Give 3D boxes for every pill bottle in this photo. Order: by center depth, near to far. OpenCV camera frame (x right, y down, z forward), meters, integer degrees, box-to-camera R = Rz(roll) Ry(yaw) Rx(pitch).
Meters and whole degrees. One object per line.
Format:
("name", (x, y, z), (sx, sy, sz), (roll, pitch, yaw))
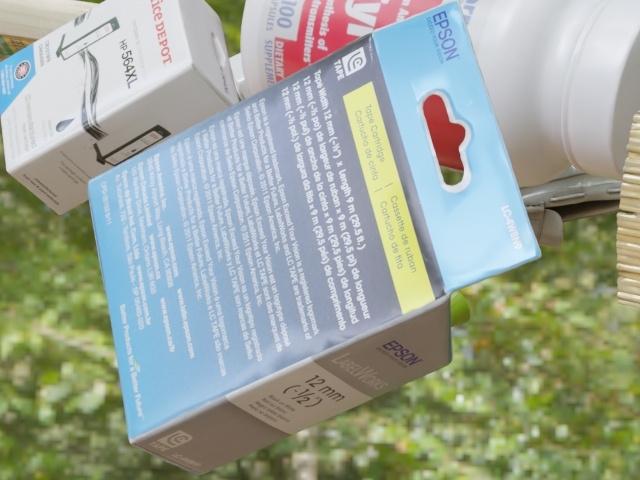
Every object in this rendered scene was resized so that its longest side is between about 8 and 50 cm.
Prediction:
("pill bottle", (0.142, -0.183, 1.498), (0.408, 0.229, 0.229), (16, -5, 32))

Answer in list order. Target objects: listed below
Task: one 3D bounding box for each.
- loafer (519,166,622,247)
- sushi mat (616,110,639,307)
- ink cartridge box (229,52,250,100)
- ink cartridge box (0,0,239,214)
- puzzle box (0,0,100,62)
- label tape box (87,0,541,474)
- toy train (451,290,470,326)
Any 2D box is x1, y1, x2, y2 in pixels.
("loafer", (0.265, -0.040, 1.861), (0.319, 0.111, 0.112), (-21, -15, 5))
("sushi mat", (0.366, 0.003, 1.086), (0.316, 0.151, 0.019), (12, 20, 28))
("ink cartridge box", (0.011, -0.198, 1.920), (0.212, 0.093, 0.154), (-27, -61, 2))
("ink cartridge box", (-0.189, -0.140, 1.396), (0.203, 0.148, 0.086), (-29, -41, 15))
("puzzle box", (-0.332, -0.214, 1.798), (0.272, 0.052, 0.409), (7, -7, 0))
("label tape box", (0.000, 0.000, 1.185), (0.348, 0.249, 0.115), (-25, -33, 17))
("toy train", (0.119, 0.102, 1.812), (0.143, 0.105, 0.248), (-23, 12, -21))
